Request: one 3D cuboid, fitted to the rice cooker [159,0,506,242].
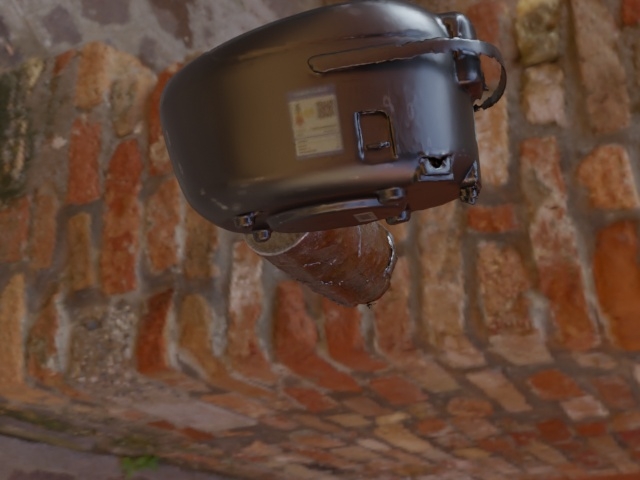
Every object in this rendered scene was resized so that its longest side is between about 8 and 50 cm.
[{"bbox_3d":[0.009,-0.068,0.547,0.142,0.203,0.118,37,44,-77],"label":"rice cooker"}]

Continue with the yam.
[{"bbox_3d":[0.001,-0.001,0.699,0.141,0.079,0.079,34,49,-56],"label":"yam"}]
